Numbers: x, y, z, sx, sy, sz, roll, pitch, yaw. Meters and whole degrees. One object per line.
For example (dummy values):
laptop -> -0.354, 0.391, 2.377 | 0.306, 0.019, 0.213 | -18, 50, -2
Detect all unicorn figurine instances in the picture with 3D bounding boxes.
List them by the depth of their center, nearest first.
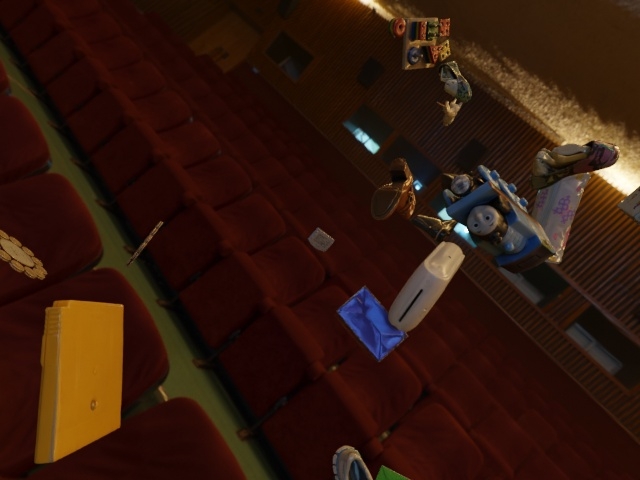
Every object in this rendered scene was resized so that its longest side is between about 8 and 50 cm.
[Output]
unicorn figurine -> 0.442, -0.441, 1.420 | 0.060, 0.111, 0.162 | 28, -16, 24

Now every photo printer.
photo printer -> 0.345, 0.152, 1.385 | 0.107, 0.256, 0.307 | 36, 31, 16

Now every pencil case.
pencil case -> 0.636, -0.073, 1.150 | 0.113, 0.274, 0.124 | 19, 15, 30

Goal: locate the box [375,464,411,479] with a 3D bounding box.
box -> 0.229, 0.939, 1.406 | 0.126, 0.262, 0.231 | 14, -35, 33

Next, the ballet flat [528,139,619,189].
ballet flat -> 0.509, -0.167, 0.890 | 0.079, 0.077, 0.221 | 31, -12, -10

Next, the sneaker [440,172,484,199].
sneaker -> 0.527, -0.190, 1.483 | 0.222, 0.118, 0.083 | -130, -155, -54

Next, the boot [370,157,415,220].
boot -> 0.290, -0.146, 1.622 | 0.108, 0.284, 0.220 | 4, -32, 27

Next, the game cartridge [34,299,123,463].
game cartridge -> -0.554, 0.308, 0.993 | 0.285, 0.052, 0.324 | 89, -3, -79

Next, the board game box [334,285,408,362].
board game box -> 0.180, 0.318, 1.594 | 0.232, 0.141, 0.291 | 49, -8, 11

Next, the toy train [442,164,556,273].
toy train -> 0.236, -0.025, 0.557 | 0.184, 0.080, 0.105 | 23, 41, -42

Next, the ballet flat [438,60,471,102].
ballet flat -> 0.402, -0.483, 1.288 | 0.070, 0.070, 0.189 | 56, 21, -45

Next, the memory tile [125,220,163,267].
memory tile -> -0.529, 0.010, 1.264 | 0.012, 0.113, 0.148 | 38, 31, -18

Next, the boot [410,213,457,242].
boot -> 0.446, -0.072, 1.620 | 0.137, 0.077, 0.197 | 34, 29, 22

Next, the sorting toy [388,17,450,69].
sorting toy -> 0.304, -0.566, 1.209 | 0.046, 0.274, 0.133 | 28, -51, 45

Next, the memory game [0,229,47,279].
memory game -> -0.785, 0.034, 1.081 | 0.186, 0.012, 0.186 | 43, -11, 11

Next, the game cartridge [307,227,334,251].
game cartridge -> 0.000, 0.000, 1.285 | 0.083, 0.056, 0.017 | 36, 6, -42

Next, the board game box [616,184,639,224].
board game box -> 0.950, -0.115, 1.026 | 0.224, 0.303, 0.097 | 38, 24, -5

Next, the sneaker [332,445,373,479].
sneaker -> 0.073, 0.464, 0.735 | 0.083, 0.071, 0.191 | 117, -46, -65
